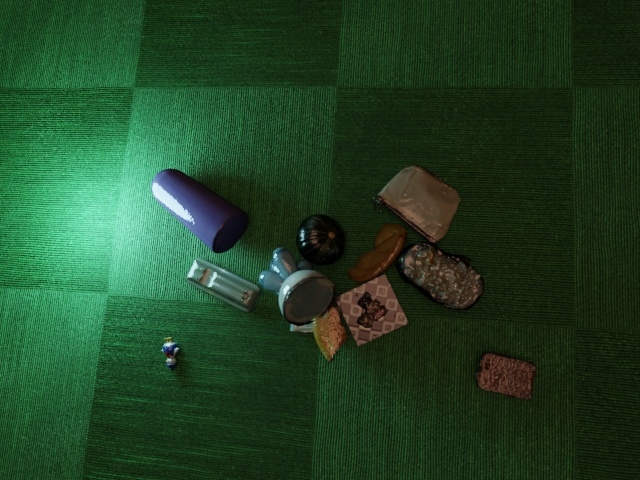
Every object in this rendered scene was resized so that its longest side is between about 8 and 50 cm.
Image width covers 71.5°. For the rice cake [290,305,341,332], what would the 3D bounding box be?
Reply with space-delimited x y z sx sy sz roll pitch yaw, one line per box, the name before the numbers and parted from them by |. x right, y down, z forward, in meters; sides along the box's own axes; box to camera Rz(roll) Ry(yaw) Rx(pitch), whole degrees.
rice cake | -0.022 0.328 1.863 0.210 0.038 0.125 4 82 8

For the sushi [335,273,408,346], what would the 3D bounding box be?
sushi | 0.211 0.286 1.834 0.231 0.047 0.220 -26 84 8

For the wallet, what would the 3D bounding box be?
wallet | 0.412 -0.163 1.845 0.335 0.068 0.275 38 80 11

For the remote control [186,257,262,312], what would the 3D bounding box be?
remote control | -0.422 0.192 1.928 0.334 0.065 0.128 24 88 11

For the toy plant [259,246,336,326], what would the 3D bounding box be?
toy plant | -0.115 0.159 1.795 0.247 0.247 0.332 -46 43 0

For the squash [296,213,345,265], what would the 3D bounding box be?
squash | 0.001 -0.001 1.836 0.172 0.218 0.218 -34 75 42

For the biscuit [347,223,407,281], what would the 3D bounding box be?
biscuit | 0.241 0.057 1.830 0.299 0.045 0.154 -53 41 -1

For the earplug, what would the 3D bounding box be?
earplug | -0.546 -0.152 1.936 0.455 0.215 0.215 36 88 15

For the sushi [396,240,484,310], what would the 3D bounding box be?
sushi | 0.469 0.135 1.756 0.349 0.171 0.211 26 88 10

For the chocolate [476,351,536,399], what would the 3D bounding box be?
chocolate | 0.703 0.514 1.705 0.213 0.093 0.149 13 82 9

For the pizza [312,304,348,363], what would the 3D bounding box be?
pizza | 0.032 0.355 1.803 0.134 0.056 0.271 -21 75 7

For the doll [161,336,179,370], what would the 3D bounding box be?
doll | -0.648 0.492 1.923 0.098 0.057 0.143 -8 86 28
